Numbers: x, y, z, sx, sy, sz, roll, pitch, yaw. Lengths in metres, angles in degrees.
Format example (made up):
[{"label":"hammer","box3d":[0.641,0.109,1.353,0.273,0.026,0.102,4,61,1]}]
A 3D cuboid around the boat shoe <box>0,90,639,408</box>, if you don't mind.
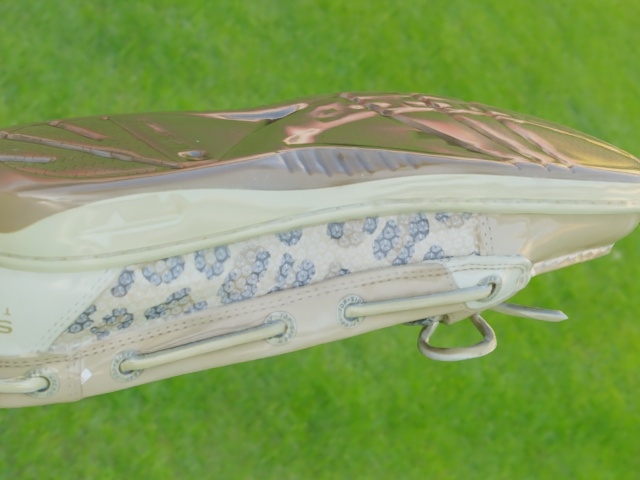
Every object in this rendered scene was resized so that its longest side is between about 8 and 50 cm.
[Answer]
[{"label":"boat shoe","box3d":[0.000,0.000,0.608,0.285,0.089,0.104,-4,21,-26]}]
